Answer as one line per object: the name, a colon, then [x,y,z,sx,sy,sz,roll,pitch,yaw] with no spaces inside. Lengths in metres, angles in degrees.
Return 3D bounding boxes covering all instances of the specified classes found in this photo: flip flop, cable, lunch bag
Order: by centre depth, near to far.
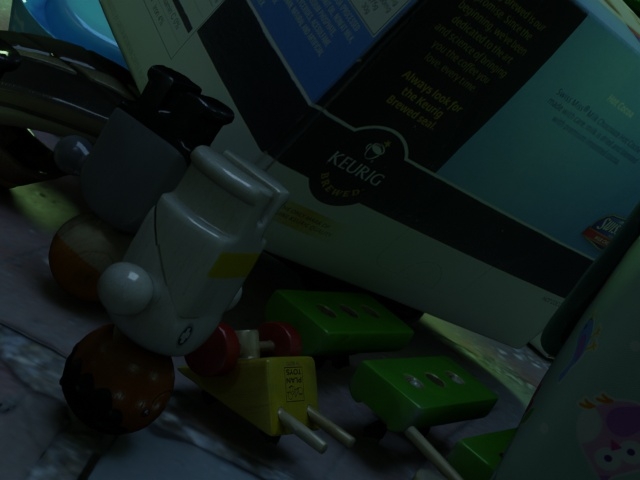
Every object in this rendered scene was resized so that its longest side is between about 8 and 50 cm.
lunch bag: [0.216,0.037,0.593,0.160,0.223,0.262,35,27,11]
flip flop: [-0.208,-0.073,0.711,0.277,0.080,0.112,5,29,-23]
cable: [0.000,0.000,0.884,0.184,0.047,0.150,28,15,-3]

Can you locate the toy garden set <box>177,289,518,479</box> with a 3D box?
toy garden set: [0.052,0.114,0.618,0.244,0.049,0.204,38,16,27]

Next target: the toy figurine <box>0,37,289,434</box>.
toy figurine: [-0.138,-0.020,0.539,0.210,0.148,0.213,27,12,-28]

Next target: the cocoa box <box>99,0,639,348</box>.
cocoa box: [0.075,-0.111,0.790,0.347,0.228,0.231,23,30,-46]

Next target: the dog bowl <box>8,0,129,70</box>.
dog bowl: [-0.117,-0.132,0.968,0.297,0.074,0.166,24,38,-15]

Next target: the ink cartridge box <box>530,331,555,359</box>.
ink cartridge box: [0.201,-0.046,1.087,0.117,0.207,0.283,13,22,-42]

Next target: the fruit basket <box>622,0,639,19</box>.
fruit basket: [0.297,-0.083,1.244,0.283,0.392,0.392,34,14,-11]
